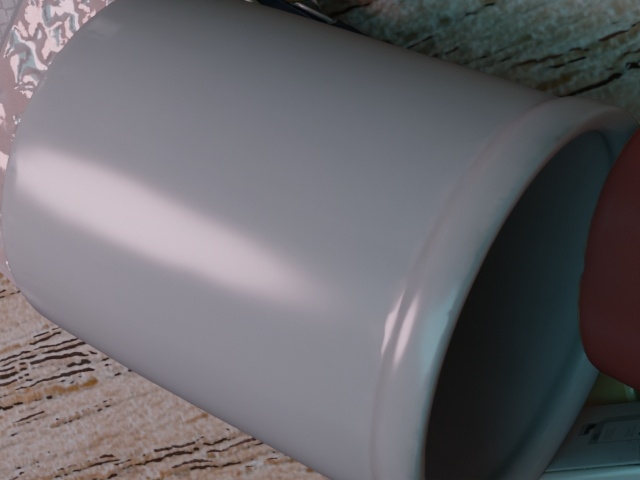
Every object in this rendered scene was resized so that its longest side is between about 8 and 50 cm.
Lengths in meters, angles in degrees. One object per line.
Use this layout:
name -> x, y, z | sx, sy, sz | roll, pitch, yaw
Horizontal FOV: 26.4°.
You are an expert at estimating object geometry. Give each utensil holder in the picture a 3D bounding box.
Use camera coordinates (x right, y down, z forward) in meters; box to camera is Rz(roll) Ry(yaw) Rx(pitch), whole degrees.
utensil holder -> 0.000, 0.000, 1.030 | 0.385, 0.327, 0.327 | 22, 112, 28

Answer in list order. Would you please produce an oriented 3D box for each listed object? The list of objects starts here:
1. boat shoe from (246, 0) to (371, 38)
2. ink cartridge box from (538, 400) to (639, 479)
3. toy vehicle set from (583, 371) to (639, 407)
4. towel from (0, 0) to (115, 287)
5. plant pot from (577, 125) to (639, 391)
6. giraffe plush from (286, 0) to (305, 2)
boat shoe -> -0.020, -0.175, 1.226 | 0.254, 0.079, 0.095 | 28, 130, 26
ink cartridge box -> 0.284, 0.240, 1.090 | 0.283, 0.117, 0.207 | -11, 107, 32
toy vehicle set -> 0.176, 0.034, 1.180 | 0.166, 0.035, 0.267 | -11, 95, 33
towel -> -0.267, -0.117, 1.306 | 0.317, 0.053, 0.332 | 36, 116, 16
plant pot -> 0.324, 0.030, 0.917 | 0.243, 0.275, 0.275 | 15, 108, 33
giraffe plush -> 0.044, -0.294, 1.120 | 0.170, 0.181, 0.210 | 12, 124, 17
